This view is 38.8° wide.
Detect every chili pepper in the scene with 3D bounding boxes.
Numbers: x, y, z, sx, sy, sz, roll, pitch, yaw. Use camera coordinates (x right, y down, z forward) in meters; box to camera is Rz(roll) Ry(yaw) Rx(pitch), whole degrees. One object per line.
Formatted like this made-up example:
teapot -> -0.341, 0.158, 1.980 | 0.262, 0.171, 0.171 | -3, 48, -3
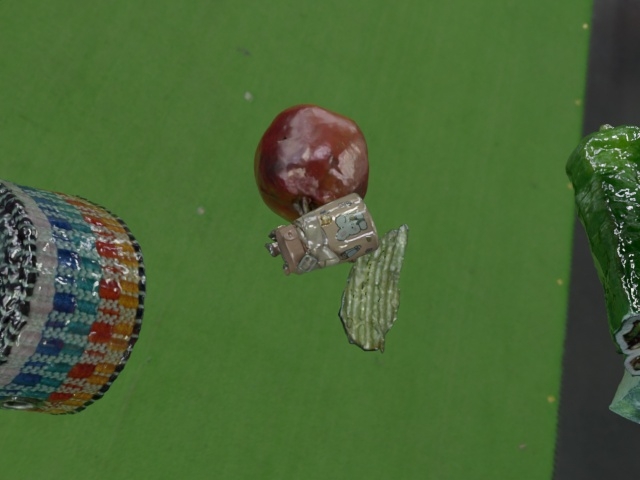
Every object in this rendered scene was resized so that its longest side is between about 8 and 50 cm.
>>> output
chili pepper -> 0.302, -0.011, 0.886 | 0.136, 0.099, 0.270 | 27, 50, -34

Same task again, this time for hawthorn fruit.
hawthorn fruit -> -0.015, -0.119, 1.627 | 0.224, 0.224, 0.261 | 35, 25, -13

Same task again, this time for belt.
belt -> -0.288, 0.047, 0.855 | 0.161, 0.295, 0.206 | 18, 85, -45

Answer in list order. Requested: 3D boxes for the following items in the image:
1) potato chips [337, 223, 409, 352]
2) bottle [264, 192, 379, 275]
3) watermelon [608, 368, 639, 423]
potato chips -> 0.081, 0.071, 1.402 | 0.092, 0.028, 0.207 | 11, 100, 5
bottle -> 0.000, 0.000, 1.289 | 0.152, 0.099, 0.098 | -22, 77, -8
watermelon -> 0.612, 0.141, 1.417 | 0.387, 0.228, 0.258 | -20, 44, 0
